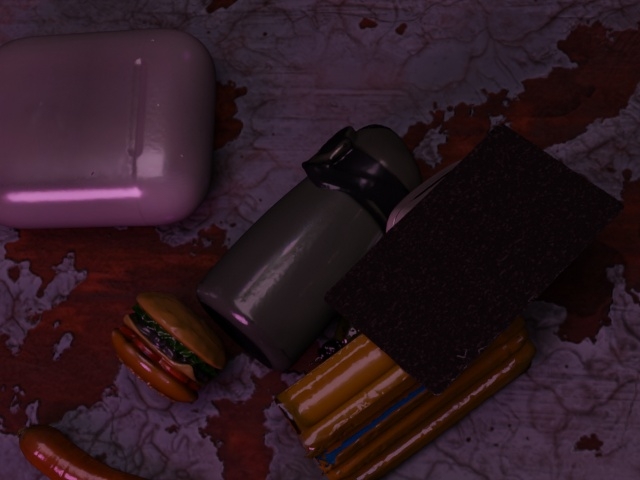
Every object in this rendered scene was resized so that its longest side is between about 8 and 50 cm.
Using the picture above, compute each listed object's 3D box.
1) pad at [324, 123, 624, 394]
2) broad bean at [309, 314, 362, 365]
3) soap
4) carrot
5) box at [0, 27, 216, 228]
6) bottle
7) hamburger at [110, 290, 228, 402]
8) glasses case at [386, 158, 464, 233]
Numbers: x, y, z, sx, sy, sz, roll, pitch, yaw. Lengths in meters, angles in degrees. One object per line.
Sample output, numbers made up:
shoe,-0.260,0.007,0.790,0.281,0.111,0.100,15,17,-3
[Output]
pad,0.185,0.016,1.796,0.330,0.004,0.220,-44,54,-9
broad bean,0.116,0.060,1.961,0.339,0.061,0.077,-39,55,-4
soap,0.111,0.175,1.852,0.324,0.204,0.096,-36,57,-4
carrot,-0.294,0.319,1.959,0.271,0.066,0.062,25,122,14
box,-0.321,-0.158,2.072,0.348,0.141,0.289,-2,71,11
bottle,-0.001,-0.002,1.952,0.168,0.168,0.347,36,77,19
hamburger,-0.201,0.141,1.948,0.162,0.162,0.115,40,88,19
glasses case,0.155,-0.041,1.936,0.051,0.081,0.204,13,36,38
